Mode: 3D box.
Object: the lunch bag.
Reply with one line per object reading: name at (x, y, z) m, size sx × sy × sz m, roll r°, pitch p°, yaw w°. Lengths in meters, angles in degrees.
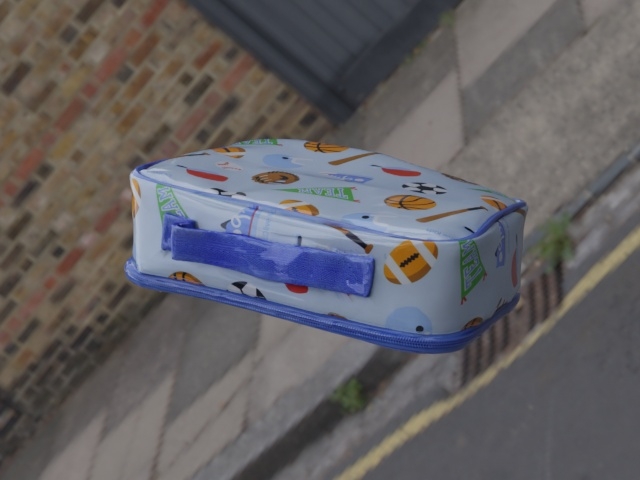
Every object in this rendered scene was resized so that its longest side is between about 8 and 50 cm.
lunch bag at (0.000, 0.000, 1.049) m, size 0.243 × 0.303 × 0.115 m, roll -28°, pitch -54°, yaw -64°
